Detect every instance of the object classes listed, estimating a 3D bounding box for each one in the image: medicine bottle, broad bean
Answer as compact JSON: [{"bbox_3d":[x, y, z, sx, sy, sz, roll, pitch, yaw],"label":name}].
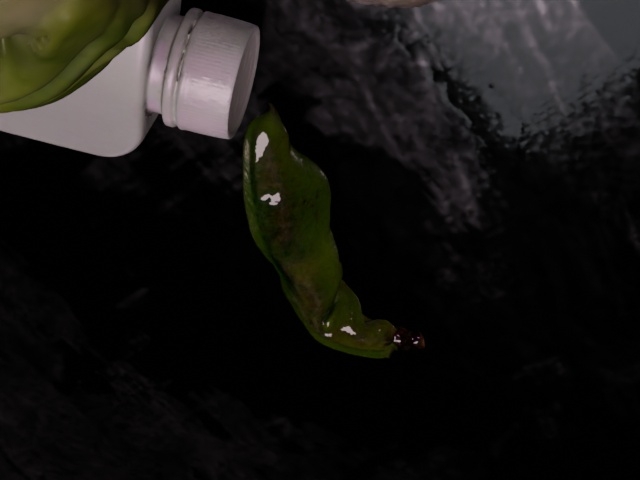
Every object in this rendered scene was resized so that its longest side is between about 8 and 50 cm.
[{"bbox_3d":[-0.129,-0.108,0.722,0.183,0.069,0.119,15,126,5],"label":"medicine bottle"},{"bbox_3d":[-0.006,0.005,0.786,0.061,0.046,0.195,-25,121,15],"label":"broad bean"}]

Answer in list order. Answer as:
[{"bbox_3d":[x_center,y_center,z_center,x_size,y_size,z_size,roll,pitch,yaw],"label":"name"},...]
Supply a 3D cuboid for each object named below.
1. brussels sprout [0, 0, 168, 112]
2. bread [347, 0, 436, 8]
[{"bbox_3d":[-0.151,-0.190,0.483,0.281,0.354,0.289,27,118,-19],"label":"brussels sprout"},{"bbox_3d":[0.084,-0.226,0.532,0.183,0.102,0.337,5,145,-12],"label":"bread"}]
